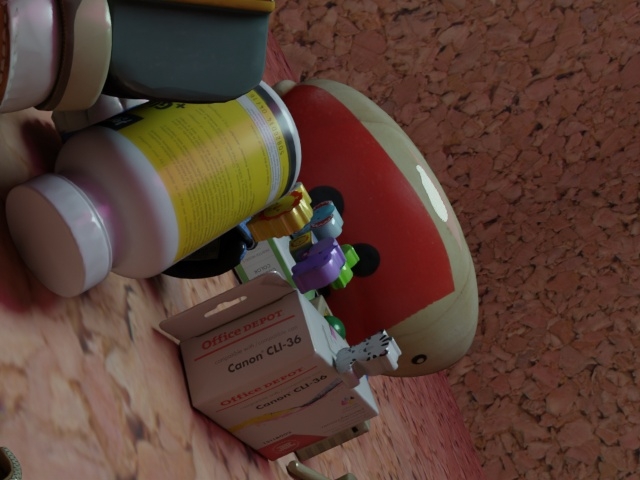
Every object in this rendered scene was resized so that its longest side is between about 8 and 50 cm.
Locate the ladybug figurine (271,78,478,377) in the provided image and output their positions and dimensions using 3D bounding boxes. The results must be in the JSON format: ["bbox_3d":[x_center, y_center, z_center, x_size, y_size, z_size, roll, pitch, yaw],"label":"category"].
[{"bbox_3d":[0.033,-0.007,1.211,0.162,0.305,0.449,-27,86,-37],"label":"ladybug figurine"}]

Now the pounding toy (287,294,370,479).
[{"bbox_3d":[0.012,0.184,0.963,0.206,0.094,0.181,62,8,-8],"label":"pounding toy"}]

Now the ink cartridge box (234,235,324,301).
[{"bbox_3d":[-0.066,0.019,1.087,0.209,0.062,0.109,62,8,-15],"label":"ink cartridge box"}]

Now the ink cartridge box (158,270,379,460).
[{"bbox_3d":[-0.040,0.113,0.772,0.198,0.115,0.067,52,15,-52],"label":"ink cartridge box"}]

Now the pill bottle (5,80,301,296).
[{"bbox_3d":[-0.106,-0.038,0.592,0.184,0.103,0.103,-34,101,-41],"label":"pill bottle"}]

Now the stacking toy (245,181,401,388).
[{"bbox_3d":[0.000,0.000,0.766,0.167,0.052,0.221,60,10,-25],"label":"stacking toy"}]

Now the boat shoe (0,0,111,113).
[{"bbox_3d":[-0.223,-0.182,0.498,0.103,0.113,0.302,-10,46,-38],"label":"boat shoe"}]

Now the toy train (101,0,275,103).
[{"bbox_3d":[-0.141,-0.192,0.586,0.334,0.142,0.190,20,-73,52],"label":"toy train"}]

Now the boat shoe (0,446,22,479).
[{"bbox_3d":[-0.137,0.102,0.323,0.190,0.072,0.068,60,9,-30],"label":"boat shoe"}]

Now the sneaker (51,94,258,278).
[{"bbox_3d":[-0.117,-0.033,0.800,0.330,0.129,0.147,11,64,-72],"label":"sneaker"}]
